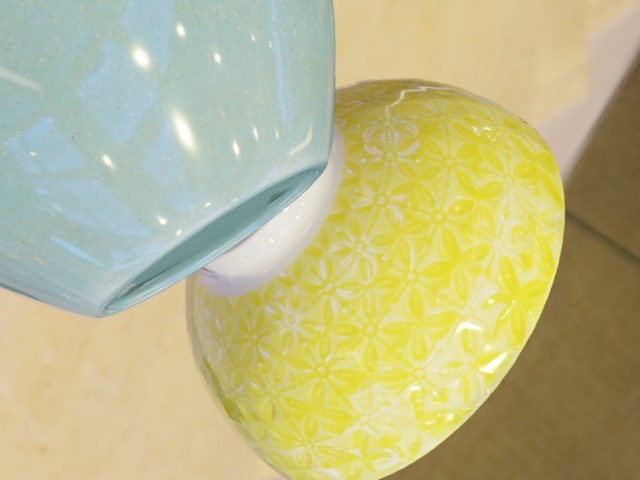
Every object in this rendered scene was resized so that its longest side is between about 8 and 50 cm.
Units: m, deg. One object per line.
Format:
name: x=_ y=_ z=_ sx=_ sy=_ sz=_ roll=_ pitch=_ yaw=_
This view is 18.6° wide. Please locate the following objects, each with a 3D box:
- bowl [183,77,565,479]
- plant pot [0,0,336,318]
bowl: x=0.000 y=0.000 z=1.278 sx=0.156 sy=0.289 sz=0.289 roll=35 pitch=92 yaw=-34
plant pot: x=-0.104 y=-0.080 z=0.928 sx=0.290 sy=0.195 sz=0.290 roll=-34 pitch=175 yaw=-4
